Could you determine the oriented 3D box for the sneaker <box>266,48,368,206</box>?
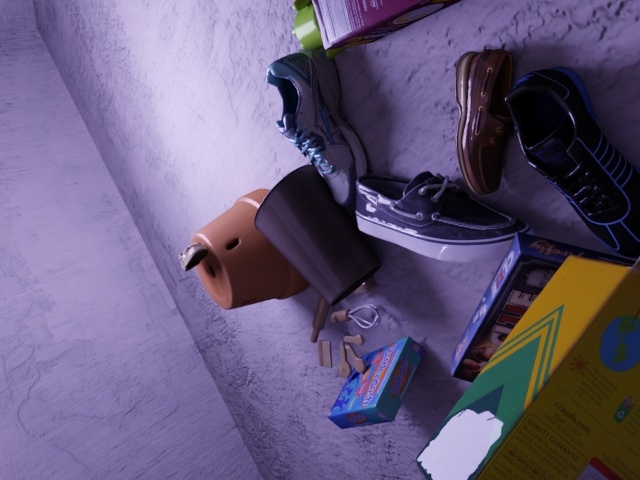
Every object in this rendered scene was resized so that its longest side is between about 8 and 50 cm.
[{"bbox_3d":[-0.016,-0.186,0.745,0.110,0.122,0.283,-10,103,56],"label":"sneaker"}]

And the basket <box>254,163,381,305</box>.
[{"bbox_3d":[0.000,0.000,0.831,0.227,0.154,0.204,50,144,14],"label":"basket"}]

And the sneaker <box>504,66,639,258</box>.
[{"bbox_3d":[0.274,-0.075,0.450,0.233,0.090,0.081,60,146,6],"label":"sneaker"}]

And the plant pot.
[{"bbox_3d":[-0.186,0.038,1.058,0.290,0.203,0.291,33,135,40],"label":"plant pot"}]

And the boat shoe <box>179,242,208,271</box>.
[{"bbox_3d":[-0.298,0.031,0.973,0.048,0.056,0.153,58,154,1],"label":"boat shoe"}]

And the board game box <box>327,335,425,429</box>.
[{"bbox_3d":[0.108,0.292,0.859,0.047,0.160,0.210,39,144,-2],"label":"board game box"}]

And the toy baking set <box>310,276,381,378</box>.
[{"bbox_3d":[0.053,0.181,0.940,0.196,0.030,0.257,27,109,49],"label":"toy baking set"}]

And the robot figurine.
[{"bbox_3d":[0.004,-0.342,0.663,0.115,0.067,0.101,7,144,52],"label":"robot figurine"}]

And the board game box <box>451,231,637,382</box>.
[{"bbox_3d":[0.283,0.113,0.535,0.164,0.042,0.244,15,131,8],"label":"board game box"}]

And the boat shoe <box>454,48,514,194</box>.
[{"bbox_3d":[0.207,-0.141,0.522,0.060,0.064,0.178,13,119,50],"label":"boat shoe"}]

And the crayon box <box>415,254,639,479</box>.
[{"bbox_3d":[0.272,0.162,0.417,0.202,0.319,0.081,40,177,-12],"label":"crayon box"}]

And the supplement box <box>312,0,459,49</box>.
[{"bbox_3d":[0.088,-0.314,0.533,0.188,0.104,0.081,4,116,53],"label":"supplement box"}]

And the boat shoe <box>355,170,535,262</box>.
[{"bbox_3d":[0.161,-0.049,0.620,0.301,0.108,0.102,22,128,53],"label":"boat shoe"}]
